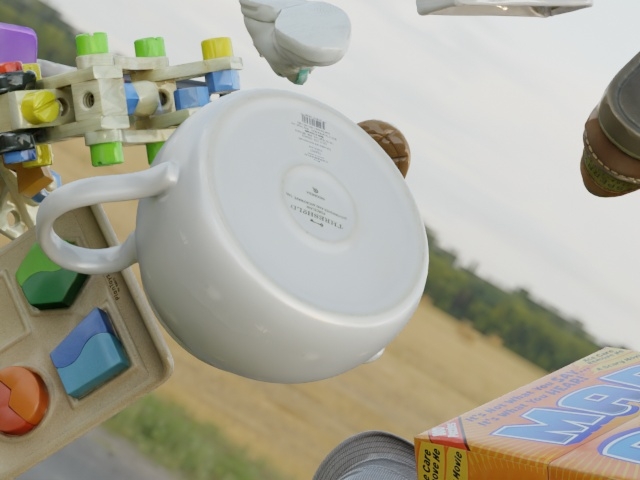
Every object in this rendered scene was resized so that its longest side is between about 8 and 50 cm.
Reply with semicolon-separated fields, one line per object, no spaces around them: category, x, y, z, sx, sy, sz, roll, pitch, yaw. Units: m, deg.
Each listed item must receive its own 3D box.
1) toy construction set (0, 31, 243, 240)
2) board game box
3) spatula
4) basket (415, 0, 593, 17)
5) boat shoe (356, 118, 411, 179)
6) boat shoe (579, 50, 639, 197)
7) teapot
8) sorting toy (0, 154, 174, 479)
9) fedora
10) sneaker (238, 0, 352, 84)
toy construction set;-0.245;-0.108;1.742;0.215;0.151;0.328;-9;-13;-46
board game box;0.359;0.348;1.966;0.356;0.356;0.357;7;18;43
spatula;-0.236;-0.165;1.888;0.297;0.084;0.030;10;13;-5
basket;0.196;-0.295;1.979;0.167;0.103;0.113;-2;1;-20
boat shoe;0.000;0.000;2.256;0.123;0.342;0.123;29;10;-2
boat shoe;0.318;-0.140;1.536;0.110;0.307;0.104;48;-33;17
teapot;-0.056;0.015;1.467;0.256;0.187;0.252;53;42;2
sorting toy;-0.284;0.053;1.730;0.041;0.229;0.307;31;28;-60
fedora;0.074;0.392;2.401;0.275;0.244;0.124;51;25;12
sneaker;-0.021;-0.204;1.966;0.080;0.094;0.212;-14;25;-18
